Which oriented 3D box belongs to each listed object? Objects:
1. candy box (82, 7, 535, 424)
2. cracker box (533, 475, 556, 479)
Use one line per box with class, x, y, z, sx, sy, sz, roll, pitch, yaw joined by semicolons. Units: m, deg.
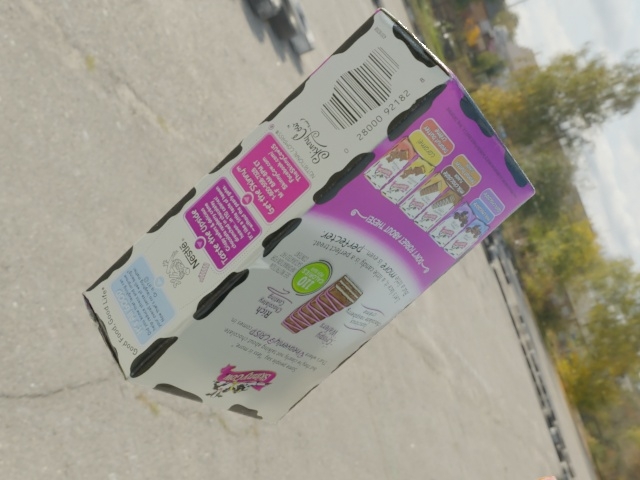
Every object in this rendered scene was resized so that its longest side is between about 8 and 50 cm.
candy box;0.000;0.000;0.521;0.071;0.233;0.159;52;9;34
cracker box;0.122;0.292;0.567;0.067;0.155;0.232;15;51;-57
